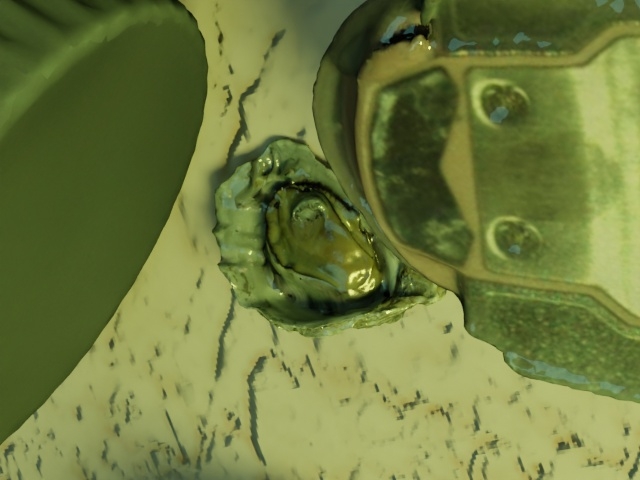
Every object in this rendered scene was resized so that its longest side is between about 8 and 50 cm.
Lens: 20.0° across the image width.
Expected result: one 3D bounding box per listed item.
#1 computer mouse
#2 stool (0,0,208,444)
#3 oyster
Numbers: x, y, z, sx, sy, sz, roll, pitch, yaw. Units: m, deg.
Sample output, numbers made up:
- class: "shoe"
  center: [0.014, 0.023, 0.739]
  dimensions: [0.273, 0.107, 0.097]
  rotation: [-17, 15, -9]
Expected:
- class: "computer mouse"
  center: [0.185, -0.043, 0.651]
  dimensions: [0.389, 0.115, 0.199]
  rotation: [5, 129, 20]
- class: "stool"
  center: [-0.253, -0.073, 0.824]
  dimensions: [0.330, 0.297, 0.297]
  rotation: [32, 124, 14]
- class: "oyster"
  center: [0.001, 0.000, 0.844]
  dimensions: [0.098, 0.037, 0.100]
  rotation: [-24, 74, 20]
